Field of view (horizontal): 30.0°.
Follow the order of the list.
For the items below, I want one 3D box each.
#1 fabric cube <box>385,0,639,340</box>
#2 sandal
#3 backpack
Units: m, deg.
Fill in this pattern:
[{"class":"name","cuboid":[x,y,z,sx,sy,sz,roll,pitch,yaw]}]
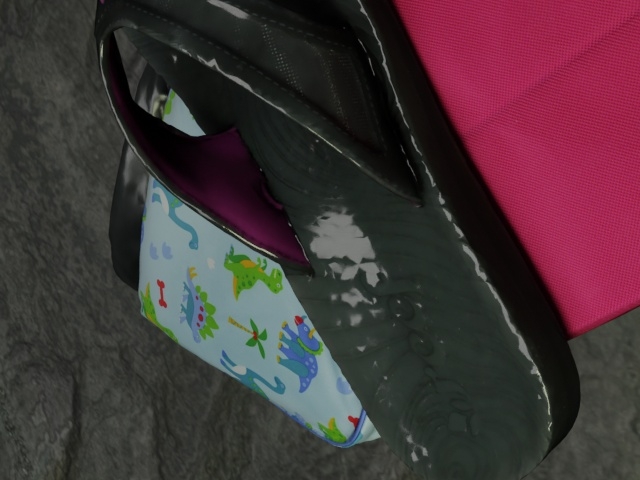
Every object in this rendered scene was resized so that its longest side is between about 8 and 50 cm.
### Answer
[{"class":"fabric cube","cuboid":[0.176,-0.111,0.699,0.258,0.254,0.259,-35,85,44]},{"class":"sandal","cuboid":[-0.022,-0.057,0.643,0.446,0.107,0.167,56,135,7]},{"class":"backpack","cuboid":[0.000,0.000,0.939,0.355,0.273,0.290,26,120,15]}]
